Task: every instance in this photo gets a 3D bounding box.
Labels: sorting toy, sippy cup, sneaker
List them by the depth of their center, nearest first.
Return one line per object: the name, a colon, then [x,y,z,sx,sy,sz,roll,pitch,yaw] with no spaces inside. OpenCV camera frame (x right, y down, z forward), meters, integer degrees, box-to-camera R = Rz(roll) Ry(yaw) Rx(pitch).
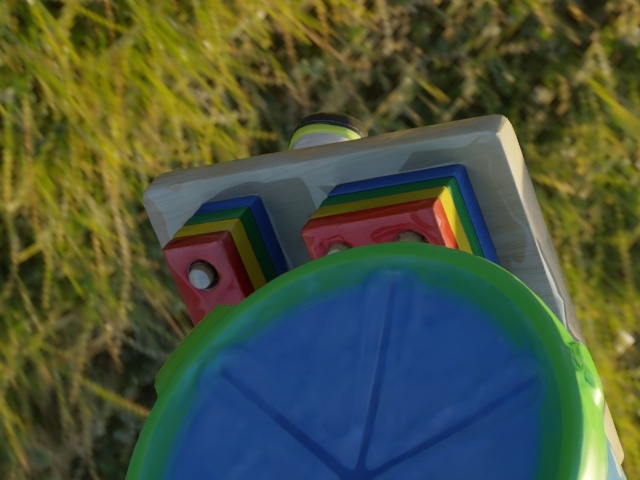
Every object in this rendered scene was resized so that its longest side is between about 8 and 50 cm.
sippy cup: [0.058,0.153,0.920,0.240,0.305,0.224,-23,141,17]
sorting toy: [0.028,0.071,1.211,0.257,0.089,0.255,-9,115,29]
sneaker: [0.000,0.000,1.554,0.084,0.097,0.234,1,138,8]
